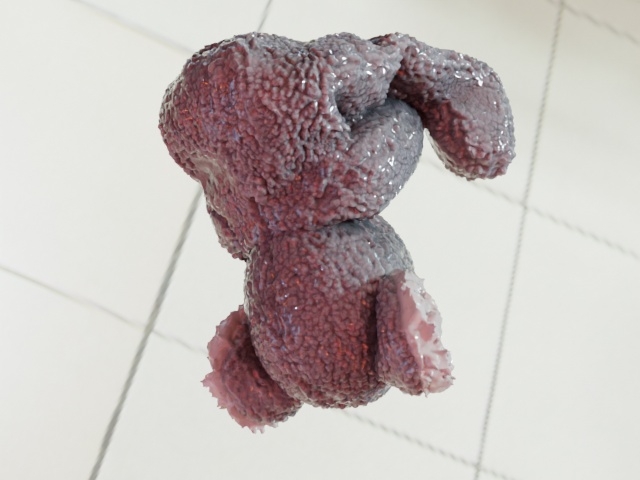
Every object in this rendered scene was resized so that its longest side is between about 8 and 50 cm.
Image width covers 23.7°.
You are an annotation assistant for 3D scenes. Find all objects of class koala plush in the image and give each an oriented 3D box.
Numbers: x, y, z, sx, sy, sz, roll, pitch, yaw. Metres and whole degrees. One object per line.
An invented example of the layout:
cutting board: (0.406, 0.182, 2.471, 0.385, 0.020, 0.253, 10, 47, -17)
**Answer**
koala plush: (0.000, 0.000, 0.918, 0.203, 0.196, 0.221, 12, 71, -53)
